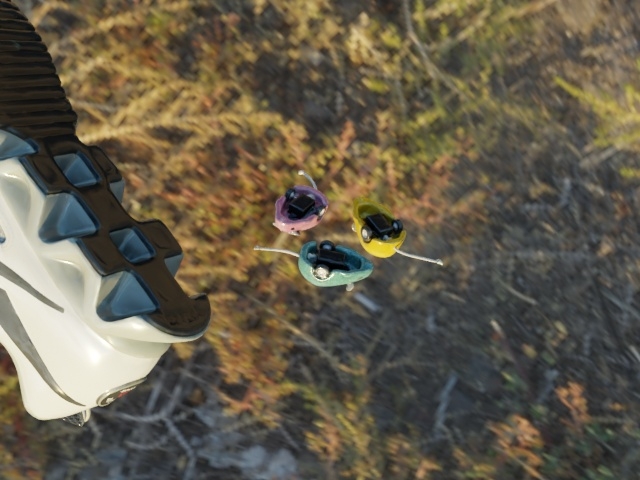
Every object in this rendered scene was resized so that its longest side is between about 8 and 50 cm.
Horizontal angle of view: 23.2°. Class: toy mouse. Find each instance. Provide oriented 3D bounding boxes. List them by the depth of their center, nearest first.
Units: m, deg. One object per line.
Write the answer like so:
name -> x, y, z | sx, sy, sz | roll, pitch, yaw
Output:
toy mouse -> 0.000, 0.000, 1.343 | 0.161, 0.143, 0.031 | 46, 139, 32

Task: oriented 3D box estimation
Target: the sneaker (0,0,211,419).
sneaker -> -0.214, -0.038, 0.942 | 0.146, 0.122, 0.330 | -40, 74, 26

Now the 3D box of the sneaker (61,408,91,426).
sneaker -> -0.237, 0.109, 1.486 | 0.057, 0.161, 0.075 | 19, 52, 26
